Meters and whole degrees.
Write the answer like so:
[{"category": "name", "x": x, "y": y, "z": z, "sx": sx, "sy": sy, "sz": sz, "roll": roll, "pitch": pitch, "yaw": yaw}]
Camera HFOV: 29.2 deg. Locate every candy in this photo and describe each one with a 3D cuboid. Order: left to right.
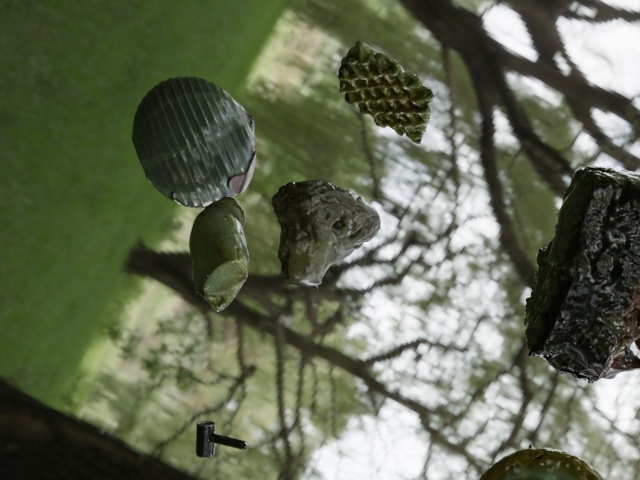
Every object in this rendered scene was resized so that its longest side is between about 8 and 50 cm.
[{"category": "candy", "x": 0.360, "y": 0.462, "z": 1.984, "sx": 0.260, "sy": 0.260, "sz": 0.118, "roll": -62, "pitch": 168, "yaw": -7}]

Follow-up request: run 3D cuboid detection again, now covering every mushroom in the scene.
[{"category": "mushroom", "x": -0.160, "y": 0.011, "z": 1.918, "sx": 0.100, "sy": 0.081, "sz": 0.312, "roll": -59, "pitch": -165, "yaw": 14}]

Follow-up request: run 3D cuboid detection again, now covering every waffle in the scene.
[{"category": "waffle", "x": 0.125, "y": -0.285, "z": 2.349, "sx": 0.054, "sy": 0.204, "sz": 0.223, "roll": -55, "pitch": 169, "yaw": -22}]

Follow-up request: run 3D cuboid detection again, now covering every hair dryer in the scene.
[{"category": "hair dryer", "x": -0.131, "y": 0.272, "z": 1.655, "sx": 0.026, "sy": 0.083, "sz": 0.047, "roll": -10, "pitch": 102, "yaw": -58}]

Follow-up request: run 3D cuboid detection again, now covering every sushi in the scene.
[{"category": "sushi", "x": 0.425, "y": 0.037, "z": 1.858, "sx": 0.196, "sy": 0.182, "sz": 0.343, "roll": -116, "pitch": -136, "yaw": -78}]

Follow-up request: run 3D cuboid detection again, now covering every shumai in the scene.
[{"category": "shumai", "x": 0.000, "y": 0.000, "z": 2.111, "sx": 0.166, "sy": 0.206, "sz": 0.176, "roll": -8, "pitch": -113, "yaw": 46}]

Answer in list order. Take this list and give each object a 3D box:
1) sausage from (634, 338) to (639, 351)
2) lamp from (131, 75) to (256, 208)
[{"category": "sausage", "x": 0.573, "y": 0.109, "z": 2.020, "sx": 0.197, "sy": 0.076, "sz": 0.076, "roll": -60, "pitch": -176, "yaw": -22}, {"category": "lamp", "x": -0.232, "y": -0.185, "z": 2.324, "sx": 0.233, "sy": 0.233, "sz": 0.265, "roll": -57, "pitch": -136, "yaw": 42}]
